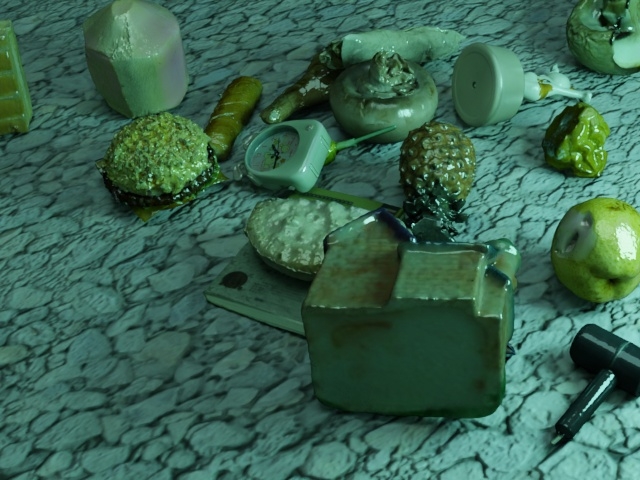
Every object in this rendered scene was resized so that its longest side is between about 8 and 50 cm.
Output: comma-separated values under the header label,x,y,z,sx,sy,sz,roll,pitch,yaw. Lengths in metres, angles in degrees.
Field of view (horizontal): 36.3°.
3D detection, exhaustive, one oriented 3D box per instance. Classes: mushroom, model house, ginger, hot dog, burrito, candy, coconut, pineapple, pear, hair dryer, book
label,x,y,z,sx,sy,sz,roll,pitch,yaw
mushroom,0.661,-0.480,2.188,0.164,0.189,0.267,12,67,47
model house,0.151,0.094,1.522,0.312,0.245,0.280,0,33,16
ginger,-0.028,-0.332,2.146,0.148,0.081,0.333,19,45,31
hot dog,-0.191,-0.273,2.114,0.087,0.061,0.286,12,43,1
burrito,0.163,-0.428,2.177,0.392,0.117,0.076,-13,79,-39
candy,0.063,-0.198,1.961,0.193,0.062,0.058,-16,9,22
coconut,-0.413,-0.417,2.155,0.233,0.245,0.233,-5,41,4
pineapple,0.208,-0.081,1.807,0.157,0.158,0.279,4,53,10
pear,0.470,0.019,1.635,0.178,0.178,0.178,-3,41,2
hair dryer,0.407,0.229,1.484,0.124,0.071,0.219,27,58,34
book,-0.023,0.025,1.772,0.239,0.035,0.352,15,45,24
mushroom,0.130,-0.302,2.027,0.226,0.178,0.226,-2,51,3

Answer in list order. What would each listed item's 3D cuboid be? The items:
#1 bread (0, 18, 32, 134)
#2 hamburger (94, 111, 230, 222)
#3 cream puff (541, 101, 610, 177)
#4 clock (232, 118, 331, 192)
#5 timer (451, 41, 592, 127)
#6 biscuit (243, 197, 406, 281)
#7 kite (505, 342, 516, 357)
label,x,y,z,sx,sy,sz,roll,pitch,yaw
bread,-0.766,-0.334,2.104,0.246,0.239,0.111,-8,35,-7
hamburger,-0.322,-0.166,1.939,0.243,0.139,0.261,-31,48,-26
cream puff,0.513,-0.192,1.919,0.116,0.146,0.146,36,42,-13
clock,-0.082,-0.166,1.944,0.191,0.062,0.151,1,56,32
timer,0.435,-0.331,2.078,0.266,0.175,0.175,-5,38,-25
biscuit,0.000,0.000,1.705,0.281,0.084,0.179,5,43,13
kite,0.237,0.155,1.616,0.189,0.009,0.232,16,44,24
